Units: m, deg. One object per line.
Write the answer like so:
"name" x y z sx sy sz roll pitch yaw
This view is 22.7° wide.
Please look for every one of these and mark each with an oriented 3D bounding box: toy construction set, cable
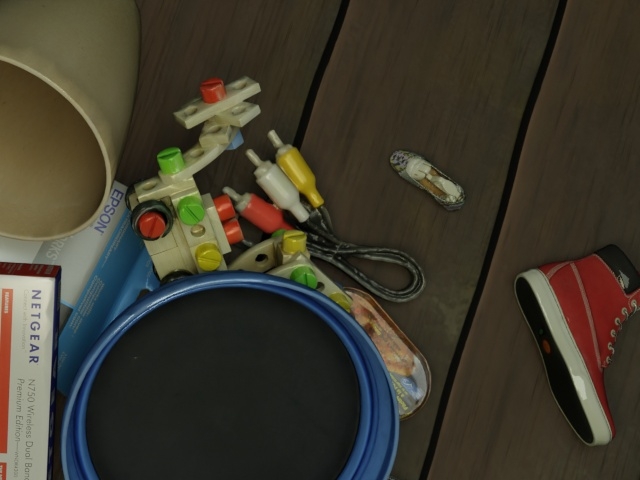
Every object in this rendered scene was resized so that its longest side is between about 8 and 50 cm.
"toy construction set" -0.106 -0.022 1.880 0.215 0.151 0.327 -20 108 -3
"cable" 0.000 0.000 1.997 0.287 0.072 0.139 39 79 -4

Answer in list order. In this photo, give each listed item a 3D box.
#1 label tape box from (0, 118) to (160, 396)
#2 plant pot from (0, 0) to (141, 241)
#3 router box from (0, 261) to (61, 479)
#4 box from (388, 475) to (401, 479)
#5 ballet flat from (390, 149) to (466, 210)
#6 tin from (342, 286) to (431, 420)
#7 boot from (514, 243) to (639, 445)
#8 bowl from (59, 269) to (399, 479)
"label tape box" -0.333 0.026 1.890 0.348 0.115 0.249 27 75 -6
"plant pot" -0.308 -0.183 1.784 0.256 0.256 0.274 29 43 -7
"router box" -0.448 0.189 1.773 0.301 0.082 0.335 4 99 -5
"box" 0.095 0.393 1.955 0.191 0.045 0.184 24 68 -10
"ballet flat" 0.143 -0.082 2.064 0.114 0.041 0.041 37 74 -5
"tin" 0.057 0.145 2.004 0.106 0.040 0.189 -40 91 -21
"boot" 0.374 0.132 2.060 0.176 0.088 0.244 -16 81 -17
"bowl" -0.106 0.216 1.853 0.391 0.077 0.391 -4 108 -11
